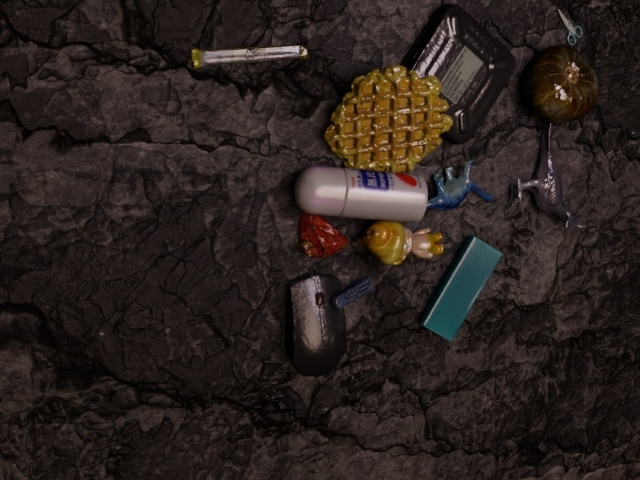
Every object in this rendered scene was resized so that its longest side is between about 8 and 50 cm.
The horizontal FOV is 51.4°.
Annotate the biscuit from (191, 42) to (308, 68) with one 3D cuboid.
[{"bbox_3d":[-0.167,-0.451,1.617,0.291,0.026,0.048,-8,110,-18],"label":"biscuit"}]

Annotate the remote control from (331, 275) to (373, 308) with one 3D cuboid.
[{"bbox_3d":[0.088,0.144,1.829,0.152,0.027,0.044,-25,99,-39],"label":"remote control"}]

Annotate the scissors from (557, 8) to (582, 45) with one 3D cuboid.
[{"bbox_3d":[0.712,-0.619,1.913,0.119,0.014,0.058,41,86,-27],"label":"scissors"}]

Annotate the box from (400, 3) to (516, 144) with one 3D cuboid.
[{"bbox_3d":[0.363,-0.442,1.792,0.288,0.073,0.290,33,91,-24],"label":"box"}]

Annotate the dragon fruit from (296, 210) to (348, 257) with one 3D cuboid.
[{"bbox_3d":[0.000,0.000,1.763,0.162,0.083,0.106,41,89,-26],"label":"dragon fruit"}]

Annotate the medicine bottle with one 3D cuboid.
[{"bbox_3d":[0.098,-0.121,1.729,0.340,0.130,0.131,4,102,-14],"label":"medicine bottle"}]

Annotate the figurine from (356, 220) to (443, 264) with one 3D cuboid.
[{"bbox_3d":[0.220,0.001,1.822,0.246,0.131,0.157,8,65,-21],"label":"figurine"}]

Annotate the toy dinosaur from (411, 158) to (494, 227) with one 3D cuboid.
[{"bbox_3d":[0.366,-0.146,1.863,0.329,0.076,0.145,-18,105,-33],"label":"toy dinosaur"}]

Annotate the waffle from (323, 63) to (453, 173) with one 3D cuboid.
[{"bbox_3d":[0.176,-0.306,1.721,0.302,0.068,0.325,34,108,-27],"label":"waffle"}]

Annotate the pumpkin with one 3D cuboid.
[{"bbox_3d":[0.669,-0.426,1.870,0.218,0.162,0.219,6,74,-22],"label":"pumpkin"}]

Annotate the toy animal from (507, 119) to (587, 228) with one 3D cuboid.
[{"bbox_3d":[0.650,-0.170,1.966,0.205,0.081,0.367,-23,102,-10],"label":"toy animal"}]

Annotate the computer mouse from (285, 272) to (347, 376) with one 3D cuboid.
[{"bbox_3d":[-0.006,0.236,1.810,0.168,0.087,0.296,-7,103,-23],"label":"computer mouse"}]

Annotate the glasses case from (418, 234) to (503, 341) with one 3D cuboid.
[{"bbox_3d":[0.405,0.136,1.956,0.117,0.070,0.301,30,93,-18],"label":"glasses case"}]
